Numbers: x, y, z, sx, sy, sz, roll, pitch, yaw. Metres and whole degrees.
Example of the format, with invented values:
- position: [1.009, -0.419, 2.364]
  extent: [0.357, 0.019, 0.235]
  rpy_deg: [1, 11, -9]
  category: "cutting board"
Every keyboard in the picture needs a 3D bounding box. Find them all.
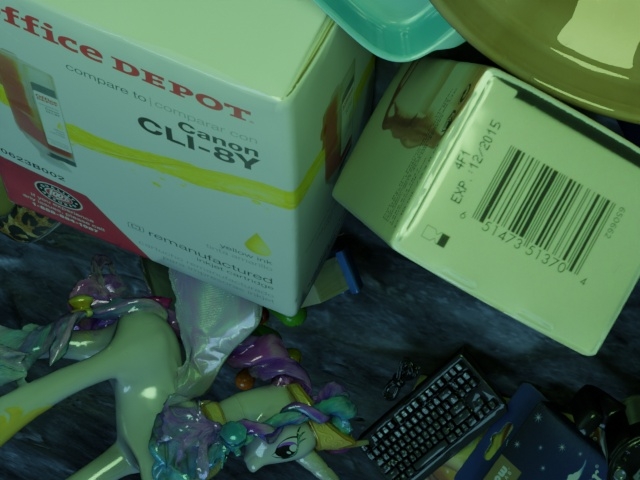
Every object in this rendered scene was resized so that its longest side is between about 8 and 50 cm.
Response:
- position: [0.102, 0.174, 1.888]
  extent: [0.108, 0.023, 0.180]
  rpy_deg: [53, 127, 10]
  category: "keyboard"

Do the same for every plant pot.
- position: [0.173, -0.174, 1.048]
  extent: [0.237, 0.110, 0.237]
  rpy_deg: [22, 157, 10]
  category: "plant pot"

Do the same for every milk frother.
- position: [0.308, 0.162, 1.675]
  extent: [0.129, 0.143, 0.135]
  rpy_deg: [55, -169, -6]
  category: "milk frother"

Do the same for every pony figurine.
- position: [-0.158, 0.112, 1.715]
  extent: [0.303, 0.363, 0.351]
  rpy_deg: [160, 93, -70]
  category: "pony figurine"

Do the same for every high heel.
- position: [-0.353, -0.078, 1.876]
  extent: [0.186, 0.093, 0.261]
  rpy_deg: [32, 167, -28]
  category: "high heel"

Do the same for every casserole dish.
- position: [0.035, -0.196, 1.188]
  extent: [0.114, 0.037, 0.188]
  rpy_deg: [-40, 119, 18]
  category: "casserole dish"

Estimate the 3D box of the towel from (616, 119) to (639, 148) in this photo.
- position: [0.335, -0.069, 1.160]
  extent: [0.308, 0.076, 0.228]
  rpy_deg: [10, 145, 38]
  category: "towel"

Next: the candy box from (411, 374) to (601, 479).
- position: [0.248, 0.251, 1.934]
  extent: [0.316, 0.087, 0.183]
  rpy_deg: [13, 153, 33]
  category: "candy box"

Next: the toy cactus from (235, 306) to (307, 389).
- position: [-0.112, 0.064, 1.938]
  extent: [0.180, 0.112, 0.219]
  rpy_deg: [49, 160, -23]
  category: "toy cactus"

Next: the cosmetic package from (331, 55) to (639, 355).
- position: [0.115, -0.035, 1.250]
  extent: [0.153, 0.129, 0.296]
  rpy_deg: [28, -177, -11]
  category: "cosmetic package"

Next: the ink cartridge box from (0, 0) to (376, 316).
- position: [-0.113, -0.125, 1.414]
  extent: [0.279, 0.160, 0.385]
  rpy_deg: [23, 157, 10]
  category: "ink cartridge box"

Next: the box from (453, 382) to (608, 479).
- position: [0.233, 0.254, 1.806]
  extent: [0.225, 0.136, 0.036]
  rpy_deg: [42, -165, 31]
  category: "box"

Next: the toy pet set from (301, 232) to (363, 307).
- position: [0.000, 0.000, 1.732]
  extent: [0.122, 0.065, 0.114]
  rpy_deg: [-16, 98, 56]
  category: "toy pet set"
